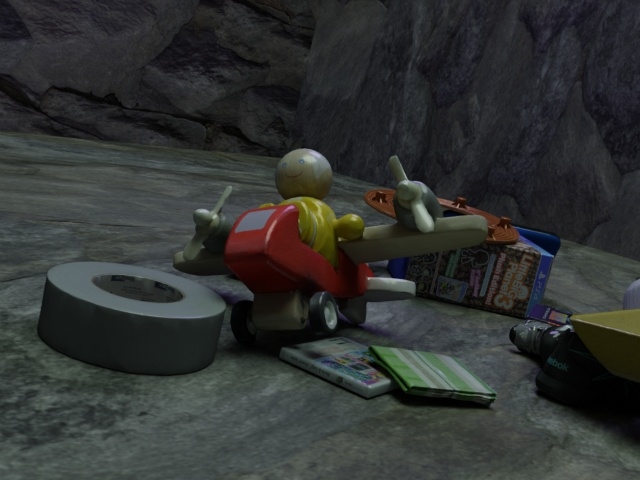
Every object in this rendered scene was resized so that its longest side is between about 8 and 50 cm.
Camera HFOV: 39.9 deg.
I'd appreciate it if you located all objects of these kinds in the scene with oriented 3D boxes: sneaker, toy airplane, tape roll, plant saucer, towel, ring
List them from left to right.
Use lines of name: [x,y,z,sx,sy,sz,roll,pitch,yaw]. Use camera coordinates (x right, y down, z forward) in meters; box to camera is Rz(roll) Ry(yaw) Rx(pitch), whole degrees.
tape roll: [-0.230,0.091,1.085,0.219,0.072,0.219,12,10,-2]
toy airplane: [0.000,0.000,1.316,0.386,0.273,0.384,-5,-4,-21]
towel: [0.148,0.181,1.178,0.152,0.023,0.113,12,16,-31]
ring: [0.257,-0.063,1.865,0.336,0.032,0.336,14,14,-4]
sneaker: [0.363,0.172,1.454,0.132,0.086,0.228,14,-2,32]
sneaker: [0.445,0.194,1.337,0.267,0.106,0.101,8,9,-35]
plant saucer: [0.571,0.165,1.218,0.332,0.081,0.332,0,8,-36]

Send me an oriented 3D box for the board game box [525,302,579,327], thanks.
board game box: [0.462,0.169,1.668,0.141,0.048,0.170,18,10,16]

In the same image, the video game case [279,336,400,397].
video game case: [0.045,0.167,1.188,0.143,0.019,0.157,20,11,31]

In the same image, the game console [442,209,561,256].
game console: [0.389,0.015,2.126,0.293,0.250,0.173,12,36,-7]

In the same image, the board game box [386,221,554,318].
board game box: [0.310,0.047,1.881,0.290,0.141,0.232,12,10,-7]

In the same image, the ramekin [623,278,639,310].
ramekin: [0.679,0.131,1.604,0.272,0.127,0.273,-4,-17,-1]
